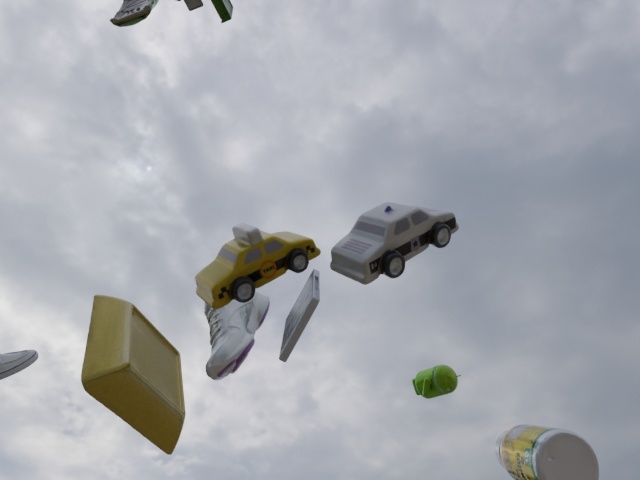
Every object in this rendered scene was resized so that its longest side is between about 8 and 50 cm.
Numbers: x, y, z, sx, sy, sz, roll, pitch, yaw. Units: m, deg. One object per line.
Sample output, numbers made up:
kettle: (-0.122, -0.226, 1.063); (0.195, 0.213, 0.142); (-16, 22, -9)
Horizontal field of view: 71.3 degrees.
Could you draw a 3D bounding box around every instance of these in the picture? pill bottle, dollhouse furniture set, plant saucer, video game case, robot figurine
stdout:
pill bottle: (0.429, 0.426, 0.876); (0.118, 0.117, 0.208); (8, -19, -1)
dollhouse furniture set: (-0.202, -0.316, 0.613); (0.152, 0.076, 0.058); (-14, -40, 12)
plant saucer: (-0.449, 0.318, 1.138); (0.081, 0.332, 0.332); (-29, -55, -2)
video game case: (-0.025, 0.091, 0.568); (0.011, 0.122, 0.087); (28, -80, -6)
robot figurine: (0.270, 0.330, 1.043); (0.101, 0.067, 0.115); (7, -30, -39)

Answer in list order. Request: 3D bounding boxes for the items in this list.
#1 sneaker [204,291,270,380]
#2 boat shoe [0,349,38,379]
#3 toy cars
sneaker: (-0.214, 0.191, 0.994); (0.152, 0.305, 0.114); (32, -70, -7)
boat shoe: (-0.396, 0.149, 0.533); (0.035, 0.100, 0.035); (14, -64, 51)
toy cars: (0.000, 0.000, 0.645); (0.394, 0.176, 0.087); (-11, -67, 11)
